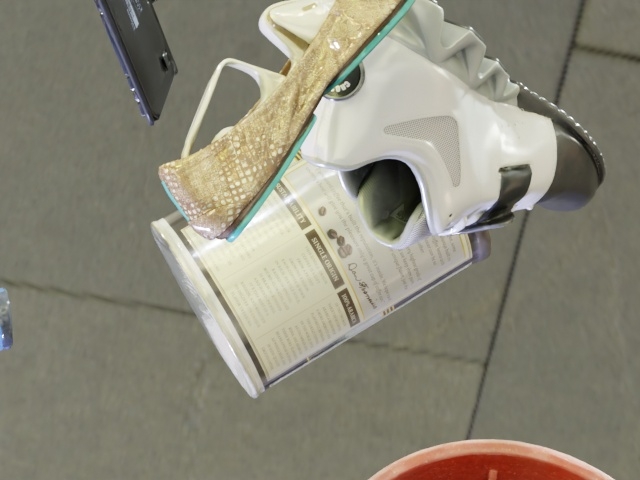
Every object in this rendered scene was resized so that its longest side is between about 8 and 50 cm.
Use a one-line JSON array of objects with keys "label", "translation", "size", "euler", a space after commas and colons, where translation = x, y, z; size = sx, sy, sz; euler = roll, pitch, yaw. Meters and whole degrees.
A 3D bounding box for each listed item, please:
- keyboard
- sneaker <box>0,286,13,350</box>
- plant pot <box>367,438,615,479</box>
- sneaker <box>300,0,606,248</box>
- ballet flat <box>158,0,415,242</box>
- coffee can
[{"label": "keyboard", "translation": [-0.148, -0.185, 1.188], "size": [0.023, 0.108, 0.180], "euler": [-7, 127, 15]}, {"label": "sneaker", "translation": [-0.387, 0.083, 1.724], "size": [0.082, 0.209, 0.069], "euler": [-4, 96, -26]}, {"label": "plant pot", "translation": [0.112, 0.326, 1.151], "size": [0.272, 0.272, 0.265], "euler": [6, 144, -2]}, {"label": "sneaker", "translation": [0.085, -0.056, 1.115], "size": [0.330, 0.122, 0.146], "euler": [27, 86, -51]}, {"label": "ballet flat", "translation": [-0.020, -0.095, 0.911], "size": [0.067, 0.073, 0.206], "euler": [38, 72, -9]}, {"label": "coffee can", "translation": [0.000, 0.000, 1.574], "size": [0.275, 0.201, 0.201], "euler": [-31, 113, -9]}]
